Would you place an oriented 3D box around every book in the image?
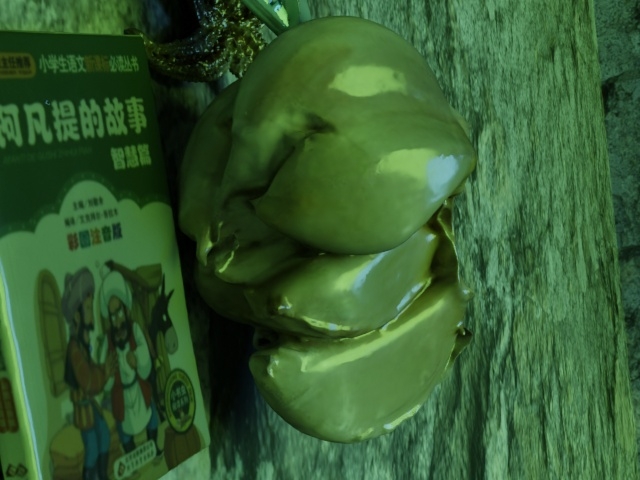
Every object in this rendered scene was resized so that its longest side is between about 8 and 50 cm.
[{"bbox_3d":[-0.133,0.015,0.742,0.202,0.027,0.264,-19,101,-68],"label":"book"}]

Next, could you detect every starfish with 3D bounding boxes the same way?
[{"bbox_3d":[-0.064,-0.156,0.948,0.238,0.057,0.213,62,38,-29],"label":"starfish"}]

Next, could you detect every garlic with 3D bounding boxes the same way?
[{"bbox_3d":[-0.010,-0.011,0.886,0.203,0.185,0.281,-23,132,-37],"label":"garlic"}]

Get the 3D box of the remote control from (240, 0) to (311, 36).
[{"bbox_3d":[-0.061,-0.272,0.919,0.103,0.051,0.293,35,36,-55],"label":"remote control"}]
